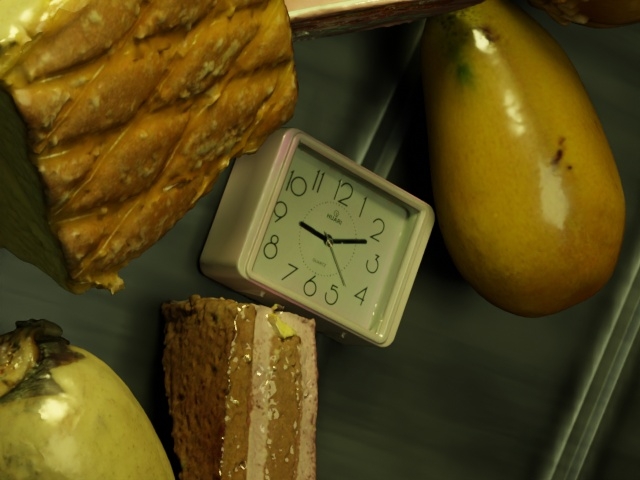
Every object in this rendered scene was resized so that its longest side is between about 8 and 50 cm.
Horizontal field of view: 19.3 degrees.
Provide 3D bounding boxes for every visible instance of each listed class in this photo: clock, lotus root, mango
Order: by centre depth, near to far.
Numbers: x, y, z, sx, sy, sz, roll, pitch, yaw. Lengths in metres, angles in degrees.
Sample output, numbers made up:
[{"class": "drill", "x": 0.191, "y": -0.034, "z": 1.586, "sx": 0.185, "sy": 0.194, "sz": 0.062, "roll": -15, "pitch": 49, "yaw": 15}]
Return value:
[{"class": "lotus root", "x": -0.199, "y": 0.213, "z": 1.505, "sx": 0.183, "sy": 0.183, "sz": 0.310, "roll": -45, "pitch": 123, "yaw": -26}, {"class": "clock", "x": 0.000, "y": 0.000, "z": 1.715, "sx": 0.197, "sy": 0.063, "sz": 0.150, "roll": 29, "pitch": 75, "yaw": -35}, {"class": "mango", "x": 0.182, "y": -0.084, "z": 1.771, "sx": 0.211, "sy": 0.173, "sz": 0.317, "roll": -32, "pitch": 106, "yaw": -66}]

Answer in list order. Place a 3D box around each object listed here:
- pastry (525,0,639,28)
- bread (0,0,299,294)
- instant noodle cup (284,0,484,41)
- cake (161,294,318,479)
[{"class": "pastry", "x": 0.226, "y": -0.384, "z": 1.708, "sx": 0.245, "sy": 0.409, "sz": 0.409, "roll": -18, "pitch": 107, "yaw": 8}, {"class": "bread", "x": -0.181, "y": -0.155, "z": 1.428, "sx": 0.279, "sy": 0.207, "sz": 0.279, "roll": -44, "pitch": 148, "yaw": -23}, {"class": "instant noodle cup", "x": 0.012, "y": -0.298, "z": 1.612, "sx": 0.243, "sy": 0.243, "sz": 0.231, "roll": -11, "pitch": 93, "yaw": -36}, {"class": "cake", "x": -0.055, "y": 0.173, "z": 1.584, "sx": 0.116, "sy": 0.113, "sz": 0.295, "roll": 9, "pitch": 63, "yaw": -37}]
